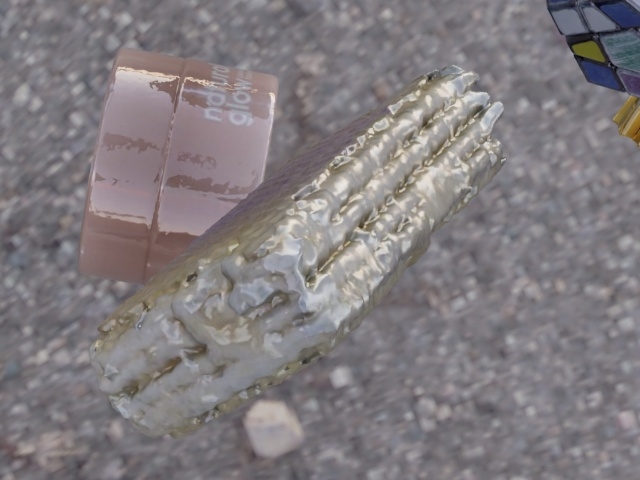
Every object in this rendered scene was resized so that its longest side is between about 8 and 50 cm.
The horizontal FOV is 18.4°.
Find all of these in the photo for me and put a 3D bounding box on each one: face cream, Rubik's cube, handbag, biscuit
[{"bbox_3d":[-0.090,-0.042,1.256,0.104,0.149,0.149,10,68,-4],"label":"face cream"},{"bbox_3d":[0.137,-0.106,0.761,0.093,0.111,0.111,12,68,-37],"label":"Rubik's cube"},{"bbox_3d":[0.223,-0.093,1.330,0.027,0.083,0.061,35,102,3],"label":"handbag"},{"bbox_3d":[0.000,0.000,0.832,0.062,0.108,0.239,55,30,-6],"label":"biscuit"}]
